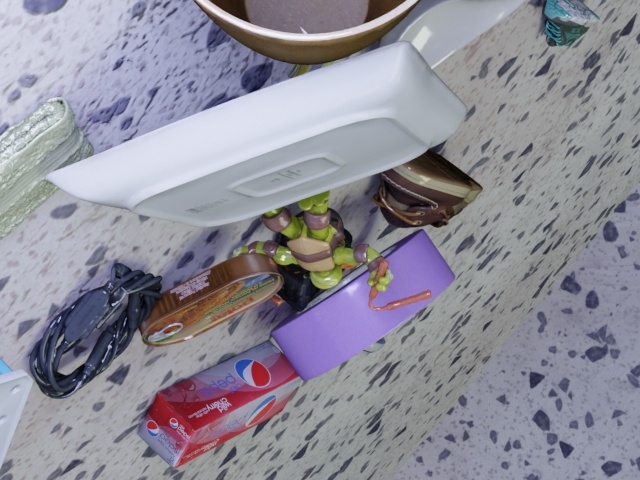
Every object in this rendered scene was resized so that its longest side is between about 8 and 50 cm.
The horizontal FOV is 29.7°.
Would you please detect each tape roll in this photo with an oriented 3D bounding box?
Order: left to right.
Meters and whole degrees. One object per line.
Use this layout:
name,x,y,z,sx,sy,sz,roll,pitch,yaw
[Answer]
tape roll,0.062,0.094,1.781,0.275,0.090,0.275,-35,-179,1

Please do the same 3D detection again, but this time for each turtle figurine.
turtle figurine,0.000,0.000,1.496,0.217,0.270,0.087,66,38,-51

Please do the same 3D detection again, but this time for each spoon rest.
spoon rest,0.173,-0.283,1.462,0.276,0.084,0.137,-44,160,-13

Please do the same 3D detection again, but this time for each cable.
cable,-0.256,0.103,1.374,0.184,0.047,0.150,-53,165,8

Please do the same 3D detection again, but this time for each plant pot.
plant pot,-0.010,-0.240,0.999,0.237,0.237,0.254,-45,174,-6

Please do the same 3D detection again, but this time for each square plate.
square plate,-0.037,-0.082,1.174,0.344,0.049,0.347,-20,171,13

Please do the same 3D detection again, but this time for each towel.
towel,-0.267,-0.055,1.064,0.148,0.027,0.110,-43,161,-12
towel,-0.002,-0.206,1.354,0.060,0.009,0.083,-57,158,22

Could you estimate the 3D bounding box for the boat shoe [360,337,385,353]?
boat shoe,0.028,0.159,2.027,0.076,0.083,0.226,-41,151,16

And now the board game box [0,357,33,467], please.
board game box,-0.497,0.304,1.170,0.390,0.050,0.390,-15,138,-52

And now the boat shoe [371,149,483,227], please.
boat shoe,0.143,-0.066,1.763,0.123,0.123,0.342,-53,166,10

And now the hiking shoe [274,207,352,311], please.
hiking shoe,-0.004,0.003,1.661,0.114,0.086,0.227,-46,171,-31

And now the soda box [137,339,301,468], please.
soda box,-0.143,0.240,1.794,0.263,0.083,0.092,-22,148,-52

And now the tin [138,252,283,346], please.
tin,-0.136,0.073,1.474,0.190,0.040,0.106,-27,154,7

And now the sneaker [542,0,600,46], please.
sneaker,0.367,-0.324,1.820,0.076,0.065,0.166,-52,159,22
